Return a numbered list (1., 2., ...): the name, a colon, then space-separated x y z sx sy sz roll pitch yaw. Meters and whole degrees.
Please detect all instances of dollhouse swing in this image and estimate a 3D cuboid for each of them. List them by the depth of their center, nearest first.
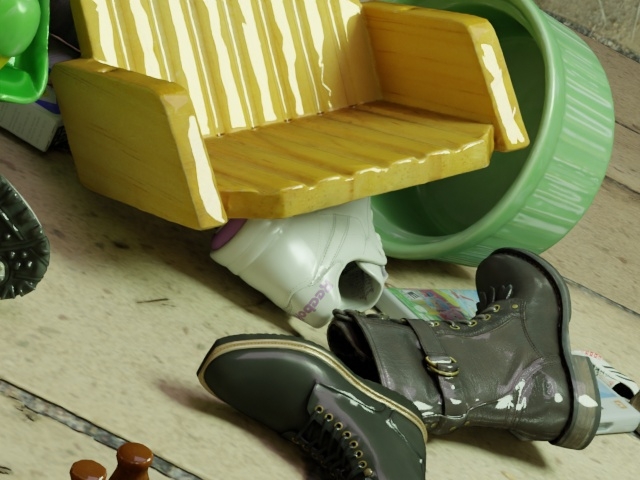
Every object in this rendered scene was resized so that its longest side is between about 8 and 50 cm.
1. dollhouse swing: -0.039 -0.213 1.709 0.347 0.305 0.315 -14 18 -30

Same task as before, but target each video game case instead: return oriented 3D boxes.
1. video game case: 0.180 0.114 1.839 0.193 0.023 0.212 3 32 -50

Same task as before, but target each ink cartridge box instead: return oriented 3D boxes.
1. ink cartridge box: -0.301 -0.169 1.862 0.208 0.045 0.206 33 20 8

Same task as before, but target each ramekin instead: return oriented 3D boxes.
1. ramekin: 0.153 -0.115 1.976 0.148 0.303 0.303 18 21 -47

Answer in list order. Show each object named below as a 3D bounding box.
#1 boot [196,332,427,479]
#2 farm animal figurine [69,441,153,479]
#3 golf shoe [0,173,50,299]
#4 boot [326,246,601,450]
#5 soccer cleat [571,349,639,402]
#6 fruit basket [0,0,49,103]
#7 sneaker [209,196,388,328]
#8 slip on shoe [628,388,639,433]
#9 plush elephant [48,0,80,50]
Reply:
1. boot: 0.005 0.150 1.467 0.198 0.077 0.137 20 27 -20
2. farm animal figurine: -0.203 0.225 0.910 0.327 0.172 0.330 19 27 9
3. golf shoe: -0.316 -0.053 1.495 0.273 0.105 0.120 31 13 6
4. boot: 0.113 0.084 1.696 0.229 0.091 0.263 8 34 -22
5. soccer cleat: 0.280 0.135 1.912 0.083 0.029 0.035 32 16 -4
6. fruit basket: -0.355 -0.238 1.546 0.392 0.283 0.392 -1 -11 0
7. sneaker: 0.000 0.000 1.800 0.152 0.114 0.305 43 25 1
8. slip on shoe: 0.346 0.190 1.846 0.051 0.041 0.135 10 27 -40
9. plush elephant: -0.151 -0.288 1.943 0.272 0.255 0.330 31 6 -2
